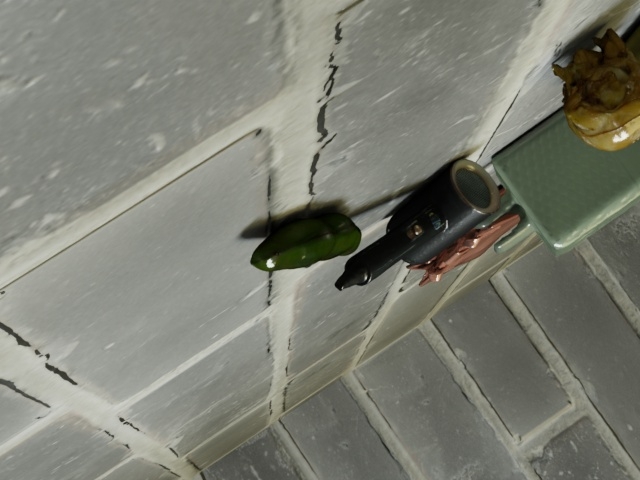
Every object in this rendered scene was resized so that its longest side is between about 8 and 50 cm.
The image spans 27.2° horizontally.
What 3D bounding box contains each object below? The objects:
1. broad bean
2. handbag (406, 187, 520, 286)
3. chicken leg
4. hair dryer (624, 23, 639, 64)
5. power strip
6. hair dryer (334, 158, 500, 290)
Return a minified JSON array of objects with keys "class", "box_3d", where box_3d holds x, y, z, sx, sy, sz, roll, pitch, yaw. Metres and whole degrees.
[{"class":"broad bean","box_3d":[0.001,-0.001,1.214,0.060,0.043,0.297,-27,175,17]},{"class":"handbag","box_3d":[0.232,-0.013,1.949,0.157,0.059,0.212,-28,170,-36]},{"class":"chicken leg","box_3d":[0.267,-0.148,1.291,0.085,0.101,0.207,-31,-168,6]},{"class":"hair dryer","box_3d":[0.426,-0.246,1.371,0.278,0.090,0.135,-38,171,-18]},{"class":"power strip","box_3d":[0.289,-0.065,1.606,0.224,0.139,0.140,-36,172,6]},{"class":"hair dryer","box_3d":[0.078,0.004,1.392,0.255,0.070,0.128,-31,173,-46]}]
